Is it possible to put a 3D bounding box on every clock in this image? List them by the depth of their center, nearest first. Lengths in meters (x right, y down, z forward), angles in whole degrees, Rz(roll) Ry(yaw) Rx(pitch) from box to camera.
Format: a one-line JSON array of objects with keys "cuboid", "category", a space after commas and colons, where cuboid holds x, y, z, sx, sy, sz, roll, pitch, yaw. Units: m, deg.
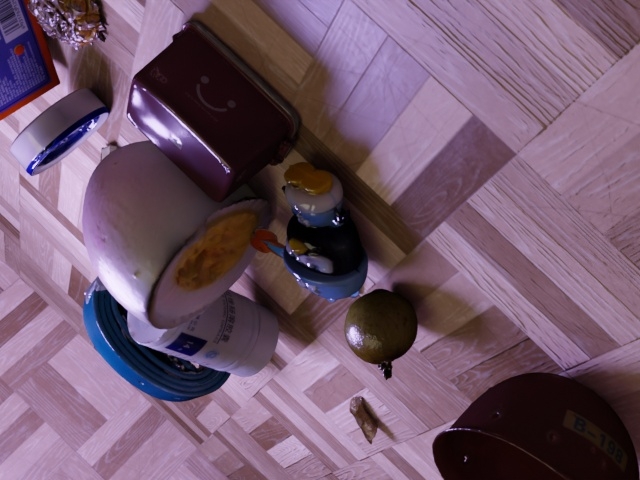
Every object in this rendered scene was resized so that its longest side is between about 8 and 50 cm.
[{"cuboid": [-0.586, -0.245, 2.040, 0.083, 0.230, 0.230, 48, 152, -6], "category": "clock"}]

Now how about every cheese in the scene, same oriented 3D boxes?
[{"cuboid": [-0.029, 0.048, 1.845, 0.256, 0.037, 0.106, 31, 145, -7], "category": "cheese"}]

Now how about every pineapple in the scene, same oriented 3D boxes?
[{"cuboid": [-0.524, -0.469, 1.820, 0.224, 0.076, 0.225, 32, 148, 23], "category": "pineapple"}]

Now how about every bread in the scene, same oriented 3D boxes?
[{"cuboid": [-0.511, -0.153, 2.194, 0.068, 0.028, 0.154, -8, 82, 59], "category": "bread"}]

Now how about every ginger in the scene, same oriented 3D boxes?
[{"cuboid": [0.108, 0.443, 2.255, 0.137, 0.044, 0.057, 61, 178, -17], "category": "ginger"}]

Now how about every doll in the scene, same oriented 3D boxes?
[{"cuboid": [0.000, 0.000, 1.685, 0.177, 0.141, 0.314, 26, 145, 37], "category": "doll"}]

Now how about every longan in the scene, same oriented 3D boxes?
[{"cuboid": [0.119, 0.180, 1.746, 0.145, 0.176, 0.154, -16, 165, 18], "category": "longan"}]

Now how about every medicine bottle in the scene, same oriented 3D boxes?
[{"cuboid": [-0.266, 0.195, 2.123, 0.190, 0.190, 0.332, 13, 169, 46], "category": "medicine bottle"}]

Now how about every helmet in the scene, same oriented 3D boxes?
[{"cuboid": [0.402, 0.361, 1.539, 0.385, 0.230, 0.337, 37, 151, -2], "category": "helmet"}]

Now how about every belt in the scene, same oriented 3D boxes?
[{"cuboid": [-0.422, 0.230, 2.395, 0.436, 0.300, 0.173, 47, 151, -9], "category": "belt"}]

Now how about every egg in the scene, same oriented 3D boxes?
[{"cuboid": [-0.333, -0.048, 1.848, 0.340, 0.354, 0.354, 40, 153, 19], "category": "egg"}]

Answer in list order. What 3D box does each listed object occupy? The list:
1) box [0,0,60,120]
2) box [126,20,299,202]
[{"cuboid": [-0.793, -0.470, 1.961, 0.318, 0.257, 0.349, 36, 152, 25], "category": "box"}, {"cuboid": [-0.203, -0.221, 1.628, 0.294, 0.167, 0.193, 43, 154, 3], "category": "box"}]
